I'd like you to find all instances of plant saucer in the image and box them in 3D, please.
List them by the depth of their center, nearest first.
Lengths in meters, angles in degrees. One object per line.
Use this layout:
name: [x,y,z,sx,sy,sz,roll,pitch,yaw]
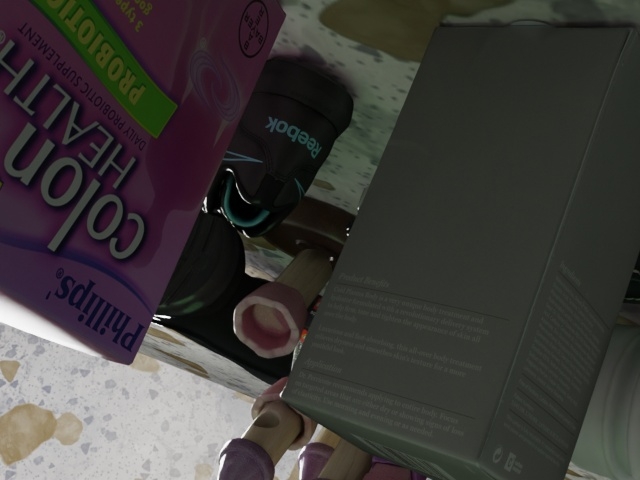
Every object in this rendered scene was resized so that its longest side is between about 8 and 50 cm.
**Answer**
plant saucer: [0.000,0.000,1.034,0.168,0.029,0.168,21,166,6]

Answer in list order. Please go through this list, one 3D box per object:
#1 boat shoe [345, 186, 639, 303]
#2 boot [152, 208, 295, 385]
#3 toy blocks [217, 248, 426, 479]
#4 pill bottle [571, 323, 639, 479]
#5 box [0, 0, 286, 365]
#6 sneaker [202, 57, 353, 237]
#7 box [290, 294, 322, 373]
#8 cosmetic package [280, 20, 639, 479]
boat shoe: [0.144,0.025,0.794,0.302,0.091,0.114,7,159,45]
boot: [-0.089,0.093,1.246,0.367,0.146,0.445,14,162,49]
toy blocks: [0.056,0.205,0.915,0.288,0.260,0.309,7,120,21]
pill bottle: [0.354,0.158,0.819,0.283,0.161,0.161,8,159,42]
box: [-0.144,-0.089,0.527,0.117,0.243,0.213,16,163,24]
sneaker: [-0.066,-0.060,0.781,0.101,0.106,0.267,25,166,-14]
box: [0.081,0.161,1.104,0.233,0.044,0.159,26,150,11]
cosmetic package: [0.091,0.007,0.538,0.127,0.238,0.107,13,160,40]
